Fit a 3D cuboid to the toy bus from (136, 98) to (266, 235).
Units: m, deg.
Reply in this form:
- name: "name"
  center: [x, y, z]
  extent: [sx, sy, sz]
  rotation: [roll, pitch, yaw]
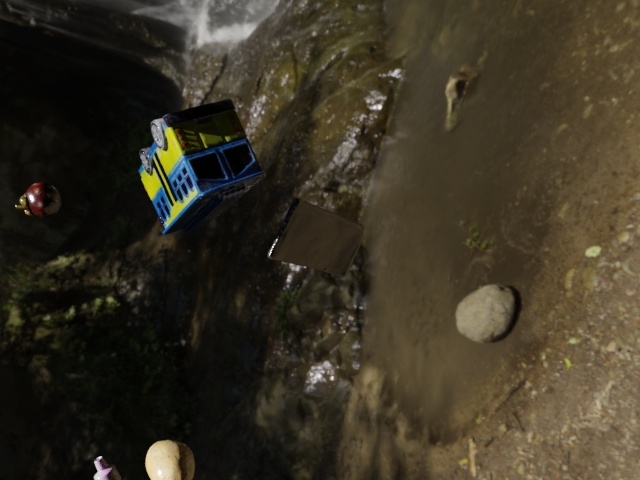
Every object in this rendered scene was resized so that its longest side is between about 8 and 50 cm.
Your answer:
- name: "toy bus"
  center: [-0.237, -0.128, 0.980]
  extent: [0.287, 0.138, 0.175]
  rotation: [-25, 90, 59]

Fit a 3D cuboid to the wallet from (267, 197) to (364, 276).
- name: "wallet"
  center: [0.001, 0.000, 1.209]
  extent: [0.030, 0.285, 0.146]
  rotation: [28, 96, 39]

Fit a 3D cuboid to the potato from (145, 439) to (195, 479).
- name: "potato"
  center: [-0.357, 0.535, 1.233]
  extent: [0.147, 0.112, 0.112]
  rotation: [18, 92, 41]

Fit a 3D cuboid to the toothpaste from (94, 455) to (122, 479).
- name: "toothpaste"
  center: [-0.257, 0.362, 0.683]
  extent: [0.045, 0.028, 0.170]
  rotation: [-55, -57, -77]

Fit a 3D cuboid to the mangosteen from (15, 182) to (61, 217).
- name: "mangosteen"
  center: [-0.618, -0.088, 1.150]
  extent: [0.081, 0.080, 0.081]
  rotation: [-163, 90, -76]
